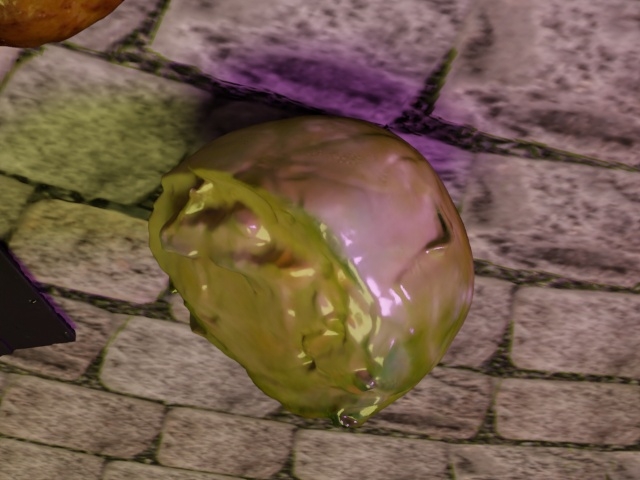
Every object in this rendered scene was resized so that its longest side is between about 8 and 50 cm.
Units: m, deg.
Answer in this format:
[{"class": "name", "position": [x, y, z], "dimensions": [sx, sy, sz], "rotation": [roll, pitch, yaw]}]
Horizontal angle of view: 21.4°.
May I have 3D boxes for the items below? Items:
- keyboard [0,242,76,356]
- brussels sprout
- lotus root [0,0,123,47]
[{"class": "keyboard", "position": [-0.204, 0.021, 1.006], "dimensions": [0.060, 0.018, 0.195], "rotation": [-7, 152, 11]}, {"class": "brussels sprout", "position": [0.004, 0.000, 0.801], "dimensions": [0.151, 0.122, 0.149], "rotation": [45, 141, 1]}, {"class": "lotus root", "position": [-0.114, -0.142, 0.568], "dimensions": [0.108, 0.094, 0.190], "rotation": [-29, 149, -7]}]
